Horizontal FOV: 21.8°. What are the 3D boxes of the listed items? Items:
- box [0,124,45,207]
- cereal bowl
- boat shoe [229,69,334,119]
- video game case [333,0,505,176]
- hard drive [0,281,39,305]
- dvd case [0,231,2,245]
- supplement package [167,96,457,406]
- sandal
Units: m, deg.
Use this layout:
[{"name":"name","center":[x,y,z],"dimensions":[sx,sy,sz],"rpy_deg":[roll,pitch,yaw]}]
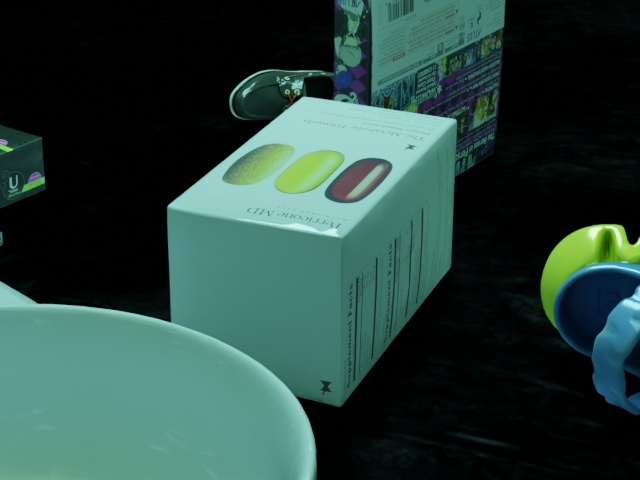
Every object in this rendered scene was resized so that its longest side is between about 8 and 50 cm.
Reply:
[{"name":"box","center":[-0.296,-0.069,1.480],"dimensions":[0.083,0.052,0.062],"rpy_deg":[16,29,32]},{"name":"cereal bowl","center":[-0.168,0.168,0.865],"dimensions":[0.339,0.141,0.339],"rpy_deg":[0,25,0]},{"name":"boat shoe","center":[-0.029,-0.145,1.656],"dimensions":[0.133,0.049,0.042],"rpy_deg":[-11,19,-34]},{"name":"video game case","center":[0.089,-0.142,1.463],"dimensions":[0.042,0.210,0.232],"rpy_deg":[16,29,31]},{"name":"hard drive","center":[-0.306,0.075,1.185],"dimensions":[0.203,0.040,0.307],"rpy_deg":[-20,33,-38]},{"name":"dvd case","center":[-0.302,0.016,1.245],"dimensions":[0.087,0.013,0.119],"rpy_deg":[7,24,12]},{"name":"supplement package","center":[0.000,0.000,1.241],"dimensions":[0.139,0.133,0.244],"rpy_deg":[10,26,19]},{"name":"sandal","center":[0.307,0.068,1.138],"dimensions":[0.317,0.126,0.138],"rpy_deg":[-2,27,14]}]
